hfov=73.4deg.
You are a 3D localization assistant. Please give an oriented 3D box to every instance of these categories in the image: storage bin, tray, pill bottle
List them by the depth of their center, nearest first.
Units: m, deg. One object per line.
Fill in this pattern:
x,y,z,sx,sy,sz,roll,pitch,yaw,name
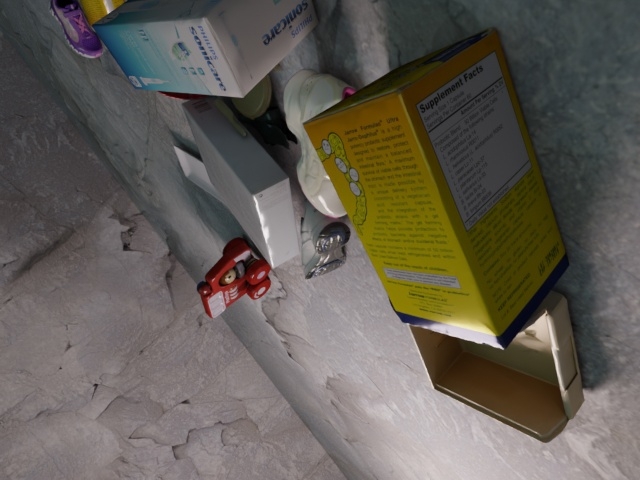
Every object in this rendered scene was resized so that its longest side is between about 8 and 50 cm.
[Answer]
0.308,0.195,0.786,0.261,0.123,0.262,12,133,52,storage bin
-0.570,-0.625,1.146,0.118,0.118,0.208,40,152,23,pill bottle
-0.402,-0.231,1.472,0.270,0.030,0.145,32,148,33,tray

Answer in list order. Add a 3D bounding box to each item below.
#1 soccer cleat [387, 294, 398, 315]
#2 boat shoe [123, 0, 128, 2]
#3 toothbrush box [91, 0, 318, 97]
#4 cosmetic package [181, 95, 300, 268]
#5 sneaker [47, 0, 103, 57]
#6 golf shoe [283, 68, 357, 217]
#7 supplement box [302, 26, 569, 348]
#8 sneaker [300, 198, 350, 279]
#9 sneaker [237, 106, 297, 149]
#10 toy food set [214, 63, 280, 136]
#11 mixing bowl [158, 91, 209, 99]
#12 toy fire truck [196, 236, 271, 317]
0.165,0.100,0.921,0.072,0.060,0.178,69,-179,-54,soccer cleat
-0.360,-0.527,0.972,0.123,0.123,0.341,18,145,0,boat shoe
-0.188,-0.356,0.709,0.296,0.216,0.126,19,150,34,toothbrush box
-0.196,-0.151,1.081,0.377,0.098,0.284,50,158,30,cosmetic package
-0.823,-0.734,1.444,0.236,0.095,0.105,57,145,-8,sneaker
0.025,-0.160,0.805,0.140,0.115,0.306,22,143,39,golf shoe
0.169,-0.061,0.605,0.195,0.194,0.356,4,126,56,supplement box
0.000,0.000,1.082,0.129,0.111,0.297,62,158,25,sneaker
-0.124,-0.255,0.982,0.170,0.051,0.089,13,130,47,sneaker
-0.147,-0.328,0.916,0.132,0.039,0.192,50,130,12,toy food set
-0.309,-0.414,0.976,0.181,0.182,0.098,136,127,-63,mixing bowl
-0.330,0.148,1.583,0.169,0.254,0.302,41,152,20,toy fire truck
